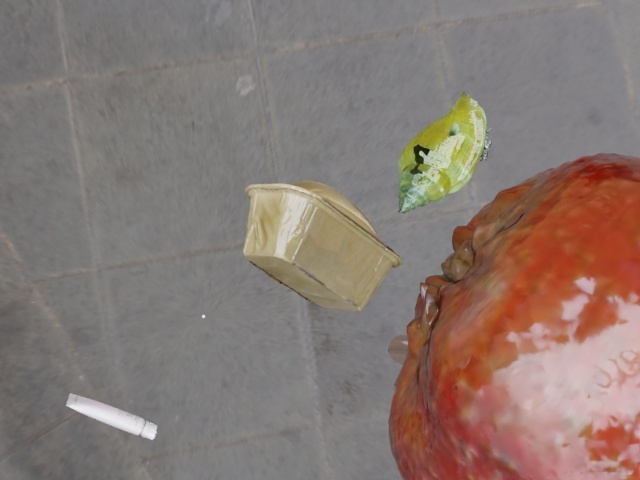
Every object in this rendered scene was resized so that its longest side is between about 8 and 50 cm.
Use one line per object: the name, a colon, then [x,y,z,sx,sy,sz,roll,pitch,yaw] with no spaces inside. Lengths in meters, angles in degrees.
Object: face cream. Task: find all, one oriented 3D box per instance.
face cream: [-0.249,0.209,1.293,0.115,0.038,0.020,22,101,-10]

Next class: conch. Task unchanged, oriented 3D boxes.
conch: [0.161,-0.108,1.469,0.201,0.079,0.095,-43,85,-14]

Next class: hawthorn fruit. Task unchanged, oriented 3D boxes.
hawthorn fruit: [0.212,0.101,0.682,0.330,0.287,0.287,31,83,0]

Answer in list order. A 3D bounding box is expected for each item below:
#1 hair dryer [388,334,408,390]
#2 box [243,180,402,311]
hair dryer: [0.103,0.103,1.056,0.064,0.181,0.117,29,80,-11]
box: [0.000,0.000,1.089,0.177,0.111,0.111,34,82,-39]
